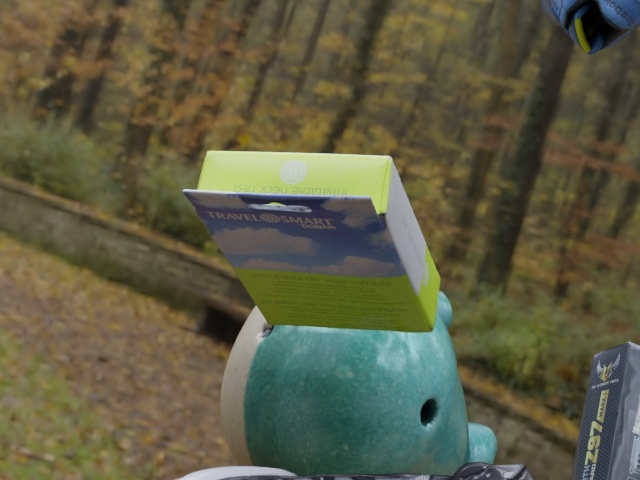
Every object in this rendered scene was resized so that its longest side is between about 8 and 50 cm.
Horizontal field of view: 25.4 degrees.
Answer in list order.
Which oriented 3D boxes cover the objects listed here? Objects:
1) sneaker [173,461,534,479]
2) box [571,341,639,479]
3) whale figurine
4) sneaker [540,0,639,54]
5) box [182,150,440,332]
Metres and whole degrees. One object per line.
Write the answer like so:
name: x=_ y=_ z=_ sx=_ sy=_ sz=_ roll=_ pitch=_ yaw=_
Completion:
sneaker: x=0.026 y=0.162 z=0.745 sx=0.268 sy=0.101 sz=0.153 roll=4 pitch=-13 yaw=-43
box: x=0.320 y=0.209 z=1.169 sx=0.233 sy=0.183 sz=0.059 roll=22 pitch=-23 yaw=-17
whale figurine: x=0.055 y=0.133 z=1.021 sx=0.141 sy=0.216 sz=0.272 roll=8 pitch=-27 yaw=47
sneaker: x=0.211 y=-0.188 z=1.136 sx=0.069 sy=0.082 sz=0.209 roll=37 pitch=-6 yaw=-10
box: x=0.000 y=0.000 z=0.812 sx=0.109 sy=0.042 sz=0.178 roll=2 pitch=-26 yaw=16
